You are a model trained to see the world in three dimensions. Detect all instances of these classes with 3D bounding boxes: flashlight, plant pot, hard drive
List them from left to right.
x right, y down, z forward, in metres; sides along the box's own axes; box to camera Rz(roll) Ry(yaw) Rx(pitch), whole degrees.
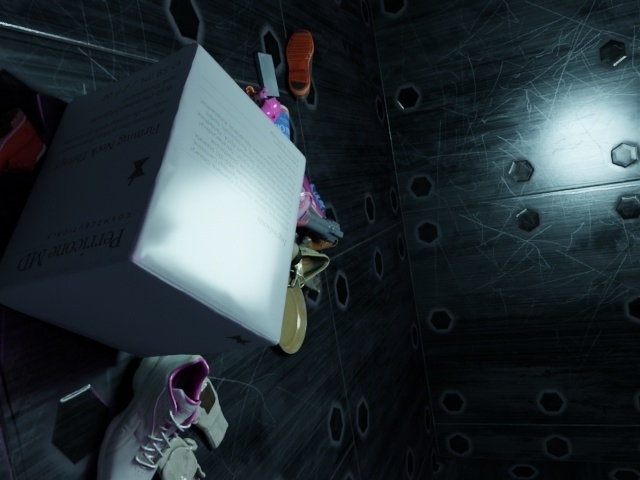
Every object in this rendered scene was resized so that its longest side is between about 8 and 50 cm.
[{"bbox_3d":[-0.173,-0.529,1.733,0.094,0.022,0.135,-31,112,-65],"label":"hard drive"},{"bbox_3d":[-0.106,0.226,1.653,0.236,0.032,0.236,-6,90,-68],"label":"plant pot"},{"bbox_3d":[-0.047,-0.066,1.752,0.304,0.103,0.103,26,39,-57],"label":"flashlight"}]

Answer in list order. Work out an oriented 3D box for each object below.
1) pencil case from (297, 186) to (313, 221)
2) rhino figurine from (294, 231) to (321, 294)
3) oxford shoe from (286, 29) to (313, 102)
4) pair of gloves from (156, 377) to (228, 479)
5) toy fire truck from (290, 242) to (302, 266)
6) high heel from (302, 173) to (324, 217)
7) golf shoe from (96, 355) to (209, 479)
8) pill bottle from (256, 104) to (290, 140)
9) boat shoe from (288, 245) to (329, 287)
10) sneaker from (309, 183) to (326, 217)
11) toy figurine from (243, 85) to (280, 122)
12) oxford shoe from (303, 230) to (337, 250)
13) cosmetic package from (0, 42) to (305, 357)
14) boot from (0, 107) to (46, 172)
[{"bbox_3d":[-0.149,-0.154,1.377,0.124,0.284,0.124,-38,154,-22],"label":"pencil case"},{"bbox_3d":[-0.046,0.093,1.784,0.106,0.073,0.243,-76,151,-49],"label":"rhino figurine"},{"bbox_3d":[-0.074,-0.629,1.943,0.098,0.097,0.271,78,16,-72],"label":"oxford shoe"},{"bbox_3d":[-0.278,0.418,1.166,0.240,0.042,0.204,-57,135,-56],"label":"pair of gloves"},{"bbox_3d":[-0.208,0.029,1.320,0.246,0.217,0.158,43,17,15],"label":"toy fire truck"},{"bbox_3d":[-0.040,-0.151,1.866,0.244,0.082,0.117,45,50,-38],"label":"high heel"},{"bbox_3d":[-0.301,0.335,0.984,0.115,0.140,0.306,45,48,-43],"label":"golf shoe"},{"bbox_3d":[-0.149,-0.277,1.581,0.124,0.124,0.221,17,67,-66],"label":"pill bottle"},{"bbox_3d":[-0.064,0.071,1.507,0.285,0.089,0.105,-31,124,-64],"label":"boat shoe"},{"bbox_3d":[-0.013,-0.136,1.949,0.053,0.059,0.144,-17,98,-65],"label":"sneaker"},{"bbox_3d":[-0.186,-0.366,1.472,0.130,0.159,0.173,-6,88,-68],"label":"toy figurine"},{"bbox_3d":[0.000,0.000,1.922,0.212,0.076,0.076,-9,94,-66],"label":"oxford shoe"},{"bbox_3d":[-0.260,-0.041,0.926,0.327,0.329,0.394,43,45,-46],"label":"cosmetic package"},{"bbox_3d":[-0.480,-0.124,0.828,0.085,0.059,0.158,67,25,-44],"label":"boot"}]
